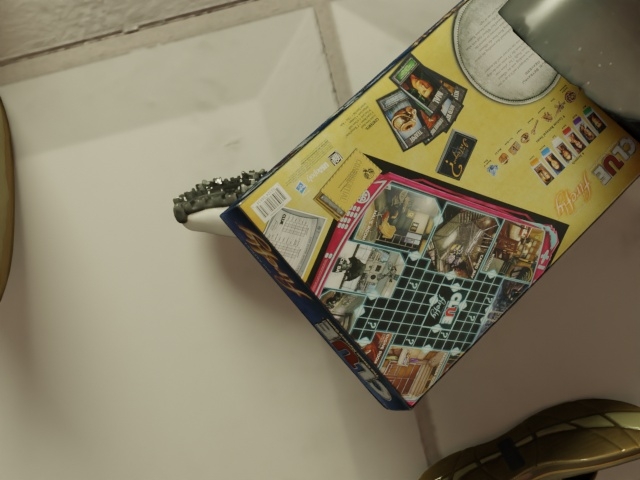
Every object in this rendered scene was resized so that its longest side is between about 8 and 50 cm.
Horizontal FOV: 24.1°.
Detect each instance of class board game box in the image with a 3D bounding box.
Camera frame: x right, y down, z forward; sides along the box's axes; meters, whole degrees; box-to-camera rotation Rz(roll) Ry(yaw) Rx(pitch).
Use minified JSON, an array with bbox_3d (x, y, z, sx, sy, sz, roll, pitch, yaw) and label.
[{"bbox_3d":[0.079,-0.033,0.952,0.243,0.042,0.165,-42,97,-21],"label":"board game box"}]

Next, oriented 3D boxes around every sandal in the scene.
[{"bbox_3d":[0.154,0.162,1.052,0.180,0.072,0.049,-23,119,4],"label":"sandal"}]

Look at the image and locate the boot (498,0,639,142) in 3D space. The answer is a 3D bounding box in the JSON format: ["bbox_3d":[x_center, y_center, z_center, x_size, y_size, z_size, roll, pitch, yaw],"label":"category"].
[{"bbox_3d":[0.258,-0.281,0.858,0.367,0.146,0.445,37,111,-8],"label":"boot"}]

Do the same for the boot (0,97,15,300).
[{"bbox_3d":[-0.318,-0.087,0.961,0.211,0.104,0.295,-6,99,4],"label":"boot"}]

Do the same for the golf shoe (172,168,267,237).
[{"bbox_3d":[0.000,0.000,1.000,0.198,0.077,0.094,1,104,-2],"label":"golf shoe"}]
